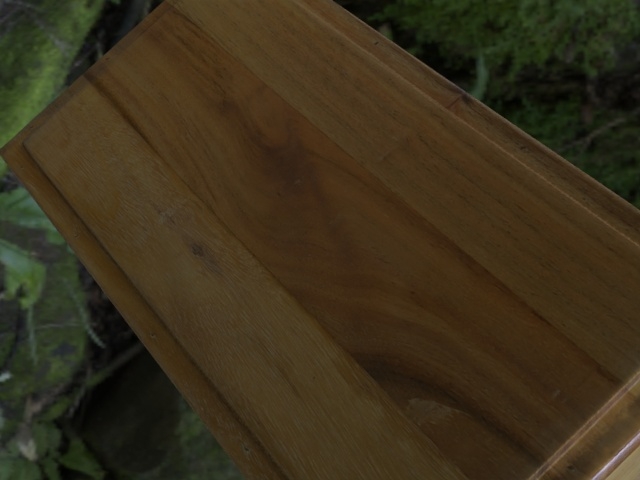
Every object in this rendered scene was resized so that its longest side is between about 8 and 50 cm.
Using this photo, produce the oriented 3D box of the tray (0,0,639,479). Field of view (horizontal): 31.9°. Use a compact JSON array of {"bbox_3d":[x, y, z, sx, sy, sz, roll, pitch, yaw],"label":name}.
[{"bbox_3d":[0.000,0.000,0.577,0.203,0.411,0.076,-43,140,-4],"label":"tray"}]
